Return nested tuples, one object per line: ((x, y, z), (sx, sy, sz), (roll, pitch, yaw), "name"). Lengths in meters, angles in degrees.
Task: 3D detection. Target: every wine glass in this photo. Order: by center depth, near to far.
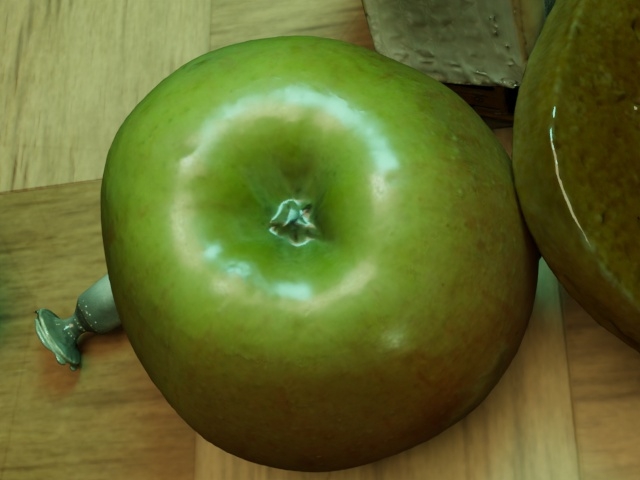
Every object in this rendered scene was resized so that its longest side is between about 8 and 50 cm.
((-0.184, 0.052, 0.951), (0.155, 0.072, 0.072), (-34, 64, 1), "wine glass")

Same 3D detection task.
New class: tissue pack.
((0.113, -0.309, 0.867), (0.238, 0.239, 0.306), (15, 53, 21), "tissue pack")

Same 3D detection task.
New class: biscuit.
((0.312, -0.072, 0.790), (0.350, 0.070, 0.394), (38, 61, -5), "biscuit")

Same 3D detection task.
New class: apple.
((0.000, 0.000, 0.787), (0.338, 0.305, 0.339), (-5, 67, 13), "apple")

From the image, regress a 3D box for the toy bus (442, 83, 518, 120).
((0.156, -0.160, 0.927), (0.194, 0.088, 0.083), (12, 71, 20), "toy bus")
